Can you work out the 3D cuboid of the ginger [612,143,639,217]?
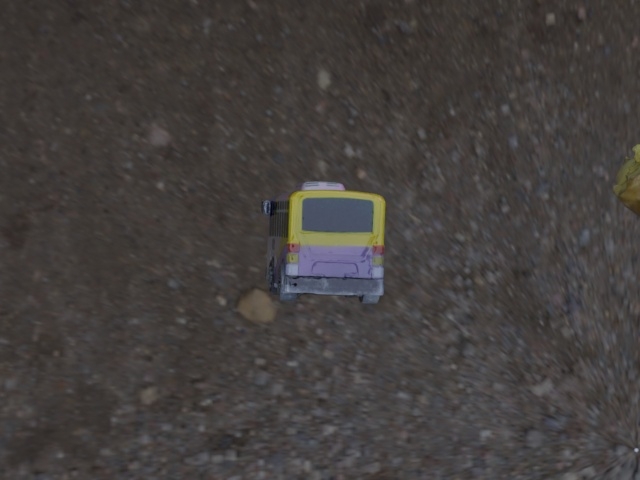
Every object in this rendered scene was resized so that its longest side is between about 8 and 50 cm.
[{"bbox_3d":[0.337,0.065,1.035,0.166,0.375,0.236,-20,65,51],"label":"ginger"}]

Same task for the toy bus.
[{"bbox_3d":[0.000,0.000,0.726,0.052,0.102,0.058,3,91,-8],"label":"toy bus"}]
